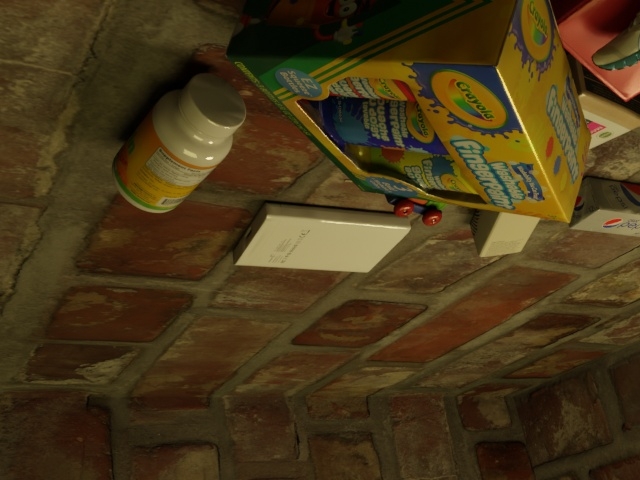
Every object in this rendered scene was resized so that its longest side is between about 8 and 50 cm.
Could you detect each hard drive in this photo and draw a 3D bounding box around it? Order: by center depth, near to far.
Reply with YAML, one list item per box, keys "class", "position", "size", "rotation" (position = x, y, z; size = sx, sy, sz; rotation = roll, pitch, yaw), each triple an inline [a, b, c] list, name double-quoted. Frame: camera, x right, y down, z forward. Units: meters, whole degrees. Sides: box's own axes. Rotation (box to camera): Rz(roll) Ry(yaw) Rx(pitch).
- class: "hard drive"
  position: [0.000, 0.000, 1.627]
  size: [0.352, 0.047, 0.233]
  rotation: [5, 150, -25]

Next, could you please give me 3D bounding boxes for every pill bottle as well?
- class: "pill bottle"
  position: [-0.228, -0.159, 1.142]
  size: [0.136, 0.136, 0.245]
  rotation: [13, 145, -37]

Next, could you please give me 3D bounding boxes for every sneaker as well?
- class: "sneaker"
  position: [0.398, -0.272, 0.817]
  size: [0.190, 0.071, 0.083]
  rotation: [-29, 108, 39]

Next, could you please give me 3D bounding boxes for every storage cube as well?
- class: "storage cube"
  position: [0.417, -0.340, 0.921]
  size: [0.215, 0.184, 0.193]
  rotation: [26, 138, -29]

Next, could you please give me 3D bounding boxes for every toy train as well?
- class: "toy train"
  position: [0.183, -0.128, 1.392]
  size: [0.248, 0.105, 0.143]
  rotation: [15, 134, -39]

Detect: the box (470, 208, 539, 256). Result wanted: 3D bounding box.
- class: "box"
  position: [0.425, -0.066, 1.587]
  size: [0.113, 0.094, 0.275]
  rotation: [-7, 153, -6]

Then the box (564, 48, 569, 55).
- class: "box"
  position: [0.463, -0.352, 1.112]
  size: [0.225, 0.037, 0.136]
  rotation: [-29, 148, 35]

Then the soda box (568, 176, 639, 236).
- class: "soda box"
  position: [0.717, -0.075, 1.669]
  size: [0.286, 0.091, 0.098]
  rotation: [5, 151, -26]

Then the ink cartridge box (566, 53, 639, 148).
- class: "ink cartridge box"
  position: [0.421, -0.221, 1.257]
  size: [0.193, 0.088, 0.234]
  rotation: [11, 156, -33]

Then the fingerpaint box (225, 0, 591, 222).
- class: "fingerpaint box"
  position: [0.149, -0.196, 0.992]
  size: [0.371, 0.163, 0.445]
  rotation: [11, 166, 31]
